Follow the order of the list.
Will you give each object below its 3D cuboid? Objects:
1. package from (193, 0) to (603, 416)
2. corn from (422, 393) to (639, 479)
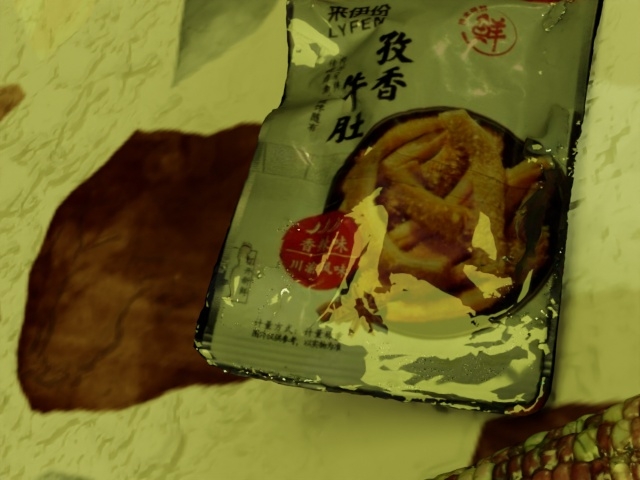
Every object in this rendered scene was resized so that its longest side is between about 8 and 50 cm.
[{"bbox_3d":[0.041,-0.039,0.831,0.154,0.030,0.239,6,61,11],"label":"package"},{"bbox_3d":[0.091,0.115,0.697,0.253,0.086,0.086,-26,52,18],"label":"corn"}]
